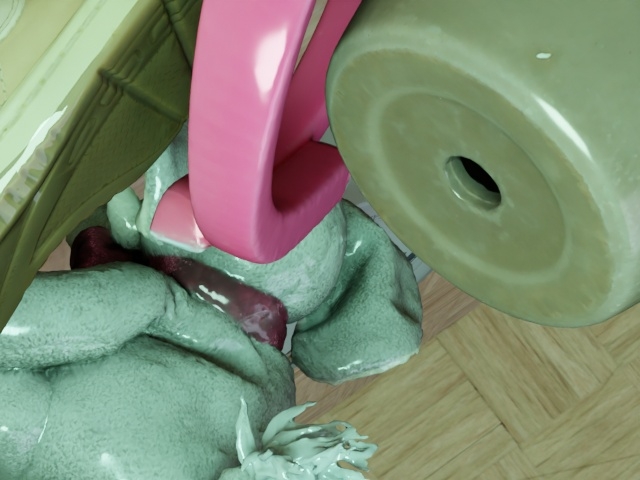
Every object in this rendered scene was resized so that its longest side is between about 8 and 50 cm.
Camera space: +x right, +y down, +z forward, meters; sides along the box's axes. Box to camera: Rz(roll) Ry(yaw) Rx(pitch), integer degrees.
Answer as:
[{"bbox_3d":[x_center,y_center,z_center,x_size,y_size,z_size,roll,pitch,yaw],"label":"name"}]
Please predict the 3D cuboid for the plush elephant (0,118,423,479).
[{"bbox_3d":[-0.087,0.041,0.964,0.330,0.272,0.255,-8,-132,33],"label":"plush elephant"}]

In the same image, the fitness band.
[{"bbox_3d":[0.002,-0.100,0.784,0.291,0.054,0.209,-47,158,-70],"label":"fitness band"}]

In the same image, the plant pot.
[{"bbox_3d":[0.127,-0.089,0.739,0.229,0.263,0.263,-46,173,-26],"label":"plant pot"}]

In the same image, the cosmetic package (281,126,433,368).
[{"bbox_3d":[0.000,0.000,1.358,0.284,0.097,0.377,-47,165,30],"label":"cosmetic package"}]

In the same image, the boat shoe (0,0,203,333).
[{"bbox_3d":[-0.137,-0.051,0.708,0.341,0.110,0.121,-53,167,-14],"label":"boat shoe"}]
